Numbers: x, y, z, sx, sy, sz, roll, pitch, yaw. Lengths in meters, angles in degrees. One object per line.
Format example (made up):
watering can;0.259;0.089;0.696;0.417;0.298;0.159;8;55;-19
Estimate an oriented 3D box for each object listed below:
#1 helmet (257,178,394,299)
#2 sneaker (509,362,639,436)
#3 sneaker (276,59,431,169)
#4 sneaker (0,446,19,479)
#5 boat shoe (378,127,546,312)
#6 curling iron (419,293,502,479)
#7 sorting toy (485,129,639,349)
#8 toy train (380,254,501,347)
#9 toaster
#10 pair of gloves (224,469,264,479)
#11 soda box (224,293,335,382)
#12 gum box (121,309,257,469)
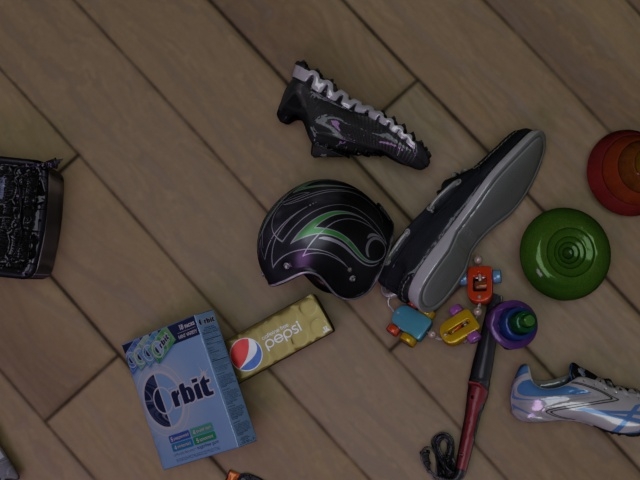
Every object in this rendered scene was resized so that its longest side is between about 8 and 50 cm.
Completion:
helmet;0.000;0.000;1.761;0.161;0.169;0.169;26;88;-11
sneaker;0.375;0.212;1.761;0.237;0.085;0.086;5;97;3
sneaker;0.039;-0.146;1.812;0.234;0.078;0.106;33;92;9
sneaker;-0.513;0.373;1.806;0.228;0.086;0.132;-39;87;-1
boat shoe;0.191;-0.044;1.778;0.091;0.114;0.302;31;71;33
curling iron;0.202;0.204;1.797;0.068;0.035;0.274;19;88;4
sorting toy;0.355;-0.006;1.731;0.127;0.126;0.365;41;80;-2
toy train;0.170;0.091;1.805;0.166;0.046;0.125;-7;65;10
toaster;-0.443;-0.034;1.813;0.185;0.110;0.168;6;87;4
pair of gloves;-0.106;0.365;1.818;0.074;0.010;0.083;19;85;6
soda box;-0.073;0.141;1.806;0.181;0.058;0.061;-29;84;1
gum box;-0.180;0.204;1.776;0.157;0.041;0.184;-22;84;39
